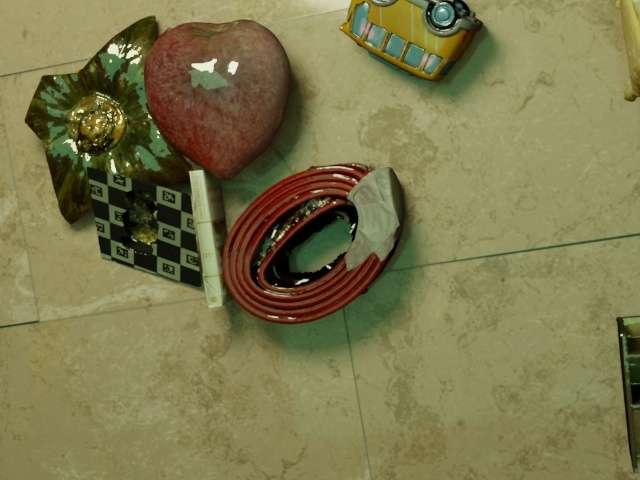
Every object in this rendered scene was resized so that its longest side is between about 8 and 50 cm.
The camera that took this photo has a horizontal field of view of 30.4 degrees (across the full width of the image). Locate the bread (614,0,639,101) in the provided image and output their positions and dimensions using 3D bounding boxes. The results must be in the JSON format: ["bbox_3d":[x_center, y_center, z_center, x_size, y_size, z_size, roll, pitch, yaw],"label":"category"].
[{"bbox_3d":[0.587,-0.357,1.610,0.371,0.390,0.279,-7,85,14],"label":"bread"}]

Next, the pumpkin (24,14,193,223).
[{"bbox_3d":[-0.357,-0.198,1.963,0.258,0.095,0.290,-17,95,9],"label":"pumpkin"}]

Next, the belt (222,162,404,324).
[{"bbox_3d":[0.000,0.000,1.896,0.324,0.115,0.227,-34,90,14],"label":"belt"}]

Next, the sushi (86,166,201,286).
[{"bbox_3d":[-0.280,-0.036,1.951,0.192,0.050,0.215,16,137,14],"label":"sushi"}]

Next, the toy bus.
[{"bbox_3d":[0.134,-0.336,1.834,0.209,0.126,0.136,29,109,8],"label":"toy bus"}]

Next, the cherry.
[{"bbox_3d":[-0.159,-0.233,1.872,0.239,0.206,0.239,-3,123,-4],"label":"cherry"}]

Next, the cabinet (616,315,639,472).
[{"bbox_3d":[0.548,0.227,1.779,0.174,0.148,0.215,-5,95,12],"label":"cabinet"}]

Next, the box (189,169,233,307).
[{"bbox_3d":[-0.176,-0.006,1.927,0.032,0.122,0.220,-8,93,6],"label":"box"}]
